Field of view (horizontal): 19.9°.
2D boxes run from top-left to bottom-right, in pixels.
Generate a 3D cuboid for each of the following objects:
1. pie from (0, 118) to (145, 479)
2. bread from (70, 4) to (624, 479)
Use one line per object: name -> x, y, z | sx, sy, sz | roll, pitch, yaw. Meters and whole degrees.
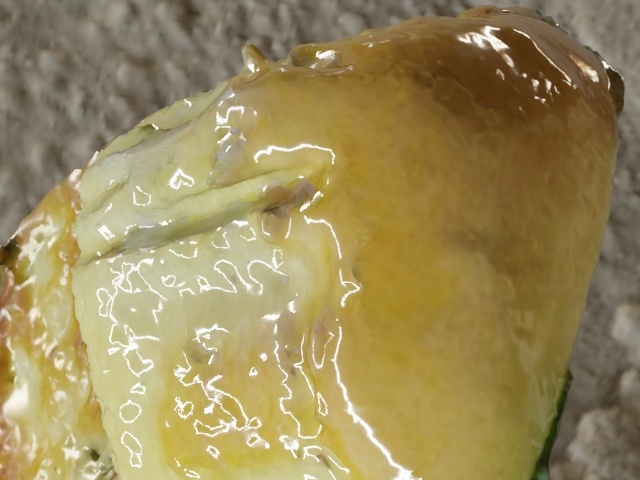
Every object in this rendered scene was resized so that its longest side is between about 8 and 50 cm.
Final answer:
pie -> -0.062, 0.072, 0.886 | 0.092, 0.315, 0.315 | 20, 47, -41
bread -> -0.003, -0.009, 0.652 | 0.133, 0.174, 0.252 | 42, 50, -34
